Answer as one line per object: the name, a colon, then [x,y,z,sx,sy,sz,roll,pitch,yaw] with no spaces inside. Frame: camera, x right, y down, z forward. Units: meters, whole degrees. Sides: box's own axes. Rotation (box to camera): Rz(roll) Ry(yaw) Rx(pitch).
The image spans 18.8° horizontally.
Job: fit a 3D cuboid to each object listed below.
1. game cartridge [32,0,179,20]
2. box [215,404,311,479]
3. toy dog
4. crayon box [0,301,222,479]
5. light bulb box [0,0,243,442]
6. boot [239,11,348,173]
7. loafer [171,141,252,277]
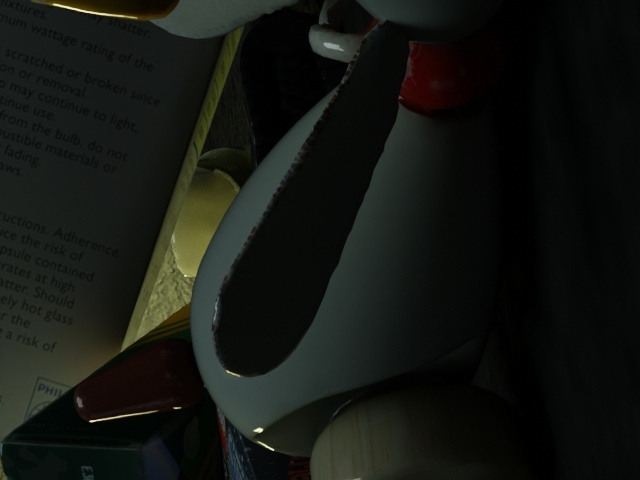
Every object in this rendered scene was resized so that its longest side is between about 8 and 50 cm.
game cartridge: [-0.043,-0.265,0.547,0.285,0.053,0.323,-109,32,-56]
box: [-0.002,0.167,0.819,0.233,0.044,0.159,-116,20,-62]
toy dog: [-0.017,-0.021,0.647,0.220,0.161,0.333,-111,12,-57]
crayon box: [-0.044,0.140,1.051,0.323,0.083,0.203,-39,-54,-62]
light bulb box: [-0.187,-0.065,1.186,0.358,0.225,0.361,146,142,-83]
boot: [0.000,0.000,1.004,0.137,0.077,0.197,82,-172,-63]
loafer: [-0.060,-0.004,1.378,0.268,0.092,0.101,-124,24,-74]
